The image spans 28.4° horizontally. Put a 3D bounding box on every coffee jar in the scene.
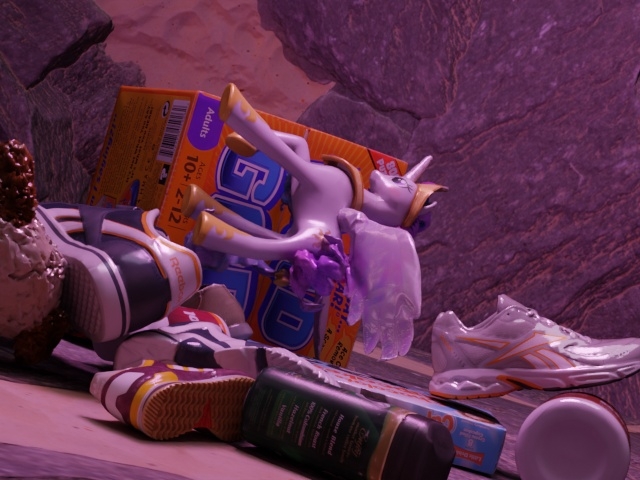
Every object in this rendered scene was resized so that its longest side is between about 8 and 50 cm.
[{"bbox_3d":[0.026,0.177,1.143,0.184,0.079,0.096,16,-8,26],"label":"coffee jar"}]

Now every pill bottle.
[{"bbox_3d":[0.287,0.231,1.423,0.121,0.121,0.216,16,0,14],"label":"pill bottle"},{"bbox_3d":[-0.181,0.114,1.438,0.086,0.086,0.152,16,1,42],"label":"pill bottle"}]

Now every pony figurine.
[{"bbox_3d":[0.000,0.000,1.686,0.363,0.351,0.303,19,-22,-22],"label":"pony figurine"}]

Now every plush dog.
[{"bbox_3d":[-0.351,0.016,1.247,0.225,0.262,0.210,5,27,32],"label":"plush dog"}]

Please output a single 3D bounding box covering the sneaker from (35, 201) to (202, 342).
[{"bbox_3d":[-0.235,0.024,1.343,0.127,0.126,0.321,-19,23,-28],"label":"sneaker"}]

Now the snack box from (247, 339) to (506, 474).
[{"bbox_3d":[0.052,0.195,1.513,0.322,0.060,0.187,16,0,1],"label":"snack box"}]

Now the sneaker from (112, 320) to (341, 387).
[{"bbox_3d":[-0.088,0.135,1.303,0.235,0.094,0.153,6,8,1],"label":"sneaker"}]

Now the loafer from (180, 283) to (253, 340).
[{"bbox_3d":[-0.157,0.094,1.620,0.094,0.087,0.251,-15,2,-27],"label":"loafer"}]

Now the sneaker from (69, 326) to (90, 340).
[{"bbox_3d":[-0.293,0.061,1.633,0.104,0.125,0.262,16,0,-23],"label":"sneaker"}]

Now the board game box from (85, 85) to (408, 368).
[{"bbox_3d":[-0.145,-0.016,1.957,0.356,0.356,0.356,16,0,-28],"label":"board game box"}]

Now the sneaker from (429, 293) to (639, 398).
[{"bbox_3d":[0.254,0.119,1.486,0.262,0.121,0.099,-6,-8,4],"label":"sneaker"}]

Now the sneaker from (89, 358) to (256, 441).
[{"bbox_3d":[-0.126,0.138,1.147,0.084,0.069,0.185,22,2,31],"label":"sneaker"}]
